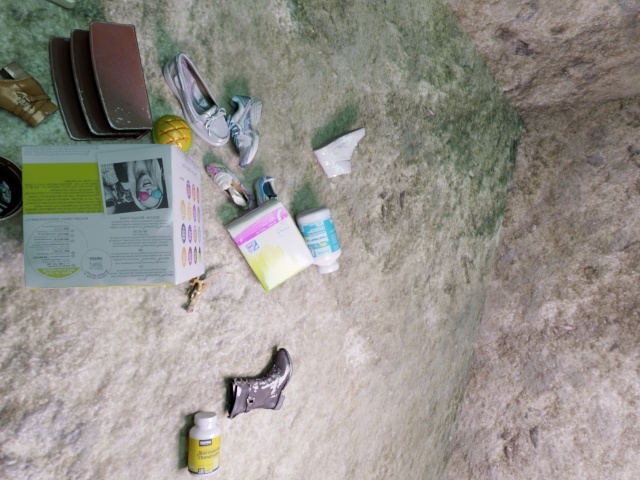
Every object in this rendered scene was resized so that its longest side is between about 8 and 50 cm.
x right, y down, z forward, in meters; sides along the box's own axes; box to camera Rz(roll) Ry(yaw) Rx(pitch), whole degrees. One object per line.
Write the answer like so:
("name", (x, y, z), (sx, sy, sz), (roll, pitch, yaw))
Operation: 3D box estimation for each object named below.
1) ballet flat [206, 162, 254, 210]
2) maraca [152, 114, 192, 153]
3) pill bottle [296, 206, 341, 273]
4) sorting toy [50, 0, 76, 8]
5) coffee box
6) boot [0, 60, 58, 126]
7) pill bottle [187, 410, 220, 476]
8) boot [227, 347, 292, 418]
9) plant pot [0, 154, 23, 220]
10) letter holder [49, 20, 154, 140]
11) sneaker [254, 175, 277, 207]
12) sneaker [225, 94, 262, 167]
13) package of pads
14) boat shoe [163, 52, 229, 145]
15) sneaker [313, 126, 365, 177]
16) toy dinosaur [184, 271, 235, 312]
("ballet flat", (-0.323, -0.190, 1.511), (0.221, 0.077, 0.079), (47, 18, -32))
("maraca", (-0.484, -0.326, 1.363), (0.128, 0.099, 0.185), (10, 71, -27))
("pill bottle", (0.000, 0.000, 1.740), (0.146, 0.146, 0.263), (-26, 104, -39))
("sorting toy", (-0.787, -0.793, 1.177), (0.193, 0.038, 0.207), (11, 85, -40))
("coffee box", (-0.509, -0.052, 1.097), (0.339, 0.337, 0.333), (-2, 90, -5))
("boot", (-0.821, -0.361, 1.103), (0.197, 0.073, 0.152), (-52, 124, -27))
("pill bottle", (-0.390, 0.681, 1.404), (0.103, 0.103, 0.183), (4, 86, -41))
("boot", (-0.229, 0.528, 1.557), (0.229, 0.091, 0.262), (17, 79, -40))
("plant pot", (-0.823, -0.122, 1.027), (0.167, 0.165, 0.166), (2, 87, -40))
("letter holder", (-0.640, -0.455, 1.210), (0.215, 0.152, 0.301), (-13, 97, -38))
("sneaker", (-0.201, -0.132, 1.615), (0.085, 0.086, 0.236), (-15, 99, -42))
("sneaker", (-0.298, -0.406, 1.549), (0.122, 0.110, 0.282), (8, 76, -28))
("package of pads", (-0.183, 0.013, 1.569), (0.229, 0.101, 0.296), (-32, 112, -12))
("boat shoe", (-0.413, -0.476, 1.435), (0.118, 0.103, 0.320), (-41, 114, -34))
("sneaker", (0.110, -0.391, 1.889), (0.293, 0.108, 0.169), (-35, 112, -26))
("toy dinosaur", (-0.410, 0.152, 1.450), (0.211, 0.064, 0.112), (-50, 137, -20))
